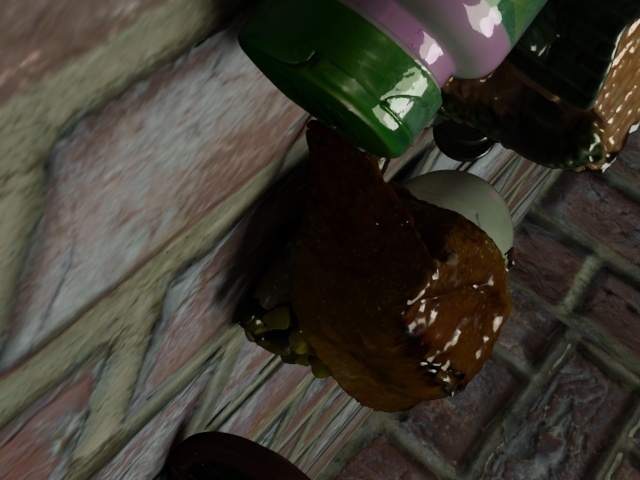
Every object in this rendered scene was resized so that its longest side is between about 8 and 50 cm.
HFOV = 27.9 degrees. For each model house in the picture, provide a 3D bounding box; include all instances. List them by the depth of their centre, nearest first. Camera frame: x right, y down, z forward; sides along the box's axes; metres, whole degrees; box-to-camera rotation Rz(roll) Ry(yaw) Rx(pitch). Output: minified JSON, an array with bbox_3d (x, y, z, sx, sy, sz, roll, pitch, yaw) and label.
[{"bbox_3d":[0.129,-0.154,0.829,0.166,0.183,0.172,-53,154,2],"label":"model house"}]

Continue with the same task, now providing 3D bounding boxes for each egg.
[{"bbox_3d":[0.120,0.011,1.398,0.209,0.151,0.151,-41,164,-31],"label":"egg"}]

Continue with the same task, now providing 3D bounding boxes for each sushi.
[{"bbox_3d":[0.047,0.041,1.032,0.167,0.179,0.296,-60,150,-8],"label":"sushi"}]

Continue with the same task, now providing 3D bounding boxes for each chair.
[{"bbox_3d":[-0.127,0.341,1.200,0.401,0.226,0.226,-47,168,-38],"label":"chair"}]

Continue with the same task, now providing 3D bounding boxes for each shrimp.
[{"bbox_3d":[0.000,0.000,1.132,0.223,0.047,0.126,-55,174,21],"label":"shrimp"}]

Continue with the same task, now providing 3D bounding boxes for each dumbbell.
[{"bbox_3d":[0.152,-0.123,1.335,0.069,0.069,0.147,-52,169,-11],"label":"dumbbell"}]

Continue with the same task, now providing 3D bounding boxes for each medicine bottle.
[{"bbox_3d":[0.078,-0.179,0.671,0.274,0.133,0.133,-53,169,-3],"label":"medicine bottle"}]

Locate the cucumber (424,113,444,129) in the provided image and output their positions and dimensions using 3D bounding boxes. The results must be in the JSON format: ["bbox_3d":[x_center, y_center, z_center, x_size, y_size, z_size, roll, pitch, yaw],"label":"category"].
[{"bbox_3d":[0.123,-0.199,1.003,0.115,0.063,0.244,-40,161,-54],"label":"cucumber"}]
